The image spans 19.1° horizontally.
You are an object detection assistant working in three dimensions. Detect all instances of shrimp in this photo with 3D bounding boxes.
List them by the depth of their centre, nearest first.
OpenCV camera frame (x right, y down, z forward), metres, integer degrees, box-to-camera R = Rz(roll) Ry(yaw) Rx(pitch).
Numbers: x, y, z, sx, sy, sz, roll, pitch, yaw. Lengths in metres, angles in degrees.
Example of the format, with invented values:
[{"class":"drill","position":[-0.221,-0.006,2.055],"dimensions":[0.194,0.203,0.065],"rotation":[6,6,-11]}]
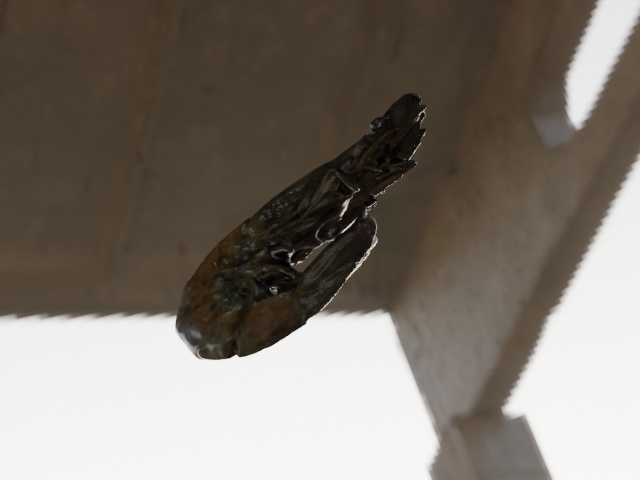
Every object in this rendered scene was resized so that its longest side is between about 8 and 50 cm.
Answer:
[{"class":"shrimp","position":[0.000,0.000,0.889],"dimensions":[0.161,0.091,0.034],"rotation":[-43,-53,0]}]
